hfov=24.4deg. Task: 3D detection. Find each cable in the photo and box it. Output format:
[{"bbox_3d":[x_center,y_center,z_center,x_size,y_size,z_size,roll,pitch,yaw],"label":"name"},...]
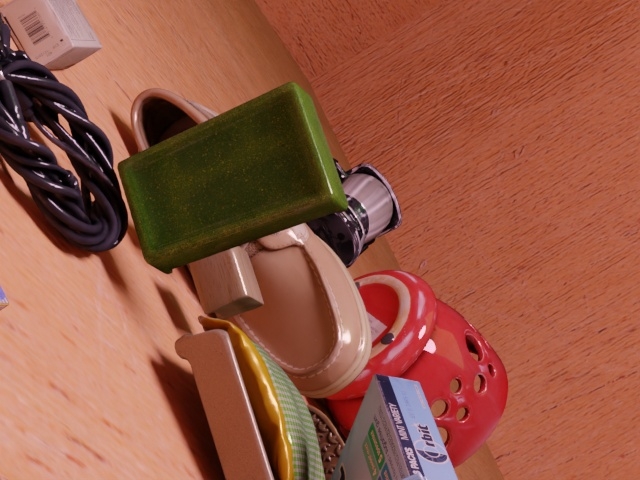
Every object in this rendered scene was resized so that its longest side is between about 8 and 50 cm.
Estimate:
[{"bbox_3d":[-0.185,-0.064,1.042,0.184,0.047,0.150,58,5,-29],"label":"cable"}]

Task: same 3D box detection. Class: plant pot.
[{"bbox_3d":[0.085,0.137,1.609,0.174,0.191,0.191,53,10,-34],"label":"plant pot"}]

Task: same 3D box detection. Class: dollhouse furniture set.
[{"bbox_3d":[-0.017,0.065,1.139,0.197,0.151,0.301,40,30,-72],"label":"dollhouse furniture set"}]

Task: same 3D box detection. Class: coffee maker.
[{"bbox_3d":[0.000,0.000,1.817,0.120,0.171,0.178,40,27,6],"label":"coffee maker"}]

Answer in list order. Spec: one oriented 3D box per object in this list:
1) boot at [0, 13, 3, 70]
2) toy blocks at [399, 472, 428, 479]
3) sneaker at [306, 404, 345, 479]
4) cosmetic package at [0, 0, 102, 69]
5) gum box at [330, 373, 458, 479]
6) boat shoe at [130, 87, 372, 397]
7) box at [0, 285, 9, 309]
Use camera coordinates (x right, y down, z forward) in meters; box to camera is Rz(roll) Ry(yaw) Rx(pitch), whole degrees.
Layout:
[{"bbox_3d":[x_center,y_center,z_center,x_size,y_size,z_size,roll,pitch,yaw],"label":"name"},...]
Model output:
[{"bbox_3d":[-0.267,-0.206,0.978,0.246,0.083,0.161,-102,168,-50],"label":"boot"},{"bbox_3d":[0.010,0.207,0.919,0.054,0.148,0.123,56,7,-26],"label":"toy blocks"},{"bbox_3d":[0.017,0.237,1.253,0.192,0.064,0.086,64,-1,25],"label":"sneaker"},{"bbox_3d":[-0.226,-0.178,1.248,0.060,0.041,0.115,60,7,-3],"label":"cosmetic package"},{"bbox_3d":[0.040,0.216,1.060,0.041,0.184,0.157,12,26,-18],"label":"gum box"},{"bbox_3d":[-0.078,-0.001,1.339,0.341,0.121,0.110,53,6,31],"label":"boat shoe"},{"bbox_3d":[-0.212,-0.020,0.752,0.136,0.028,0.081,63,7,6],"label":"box"}]
